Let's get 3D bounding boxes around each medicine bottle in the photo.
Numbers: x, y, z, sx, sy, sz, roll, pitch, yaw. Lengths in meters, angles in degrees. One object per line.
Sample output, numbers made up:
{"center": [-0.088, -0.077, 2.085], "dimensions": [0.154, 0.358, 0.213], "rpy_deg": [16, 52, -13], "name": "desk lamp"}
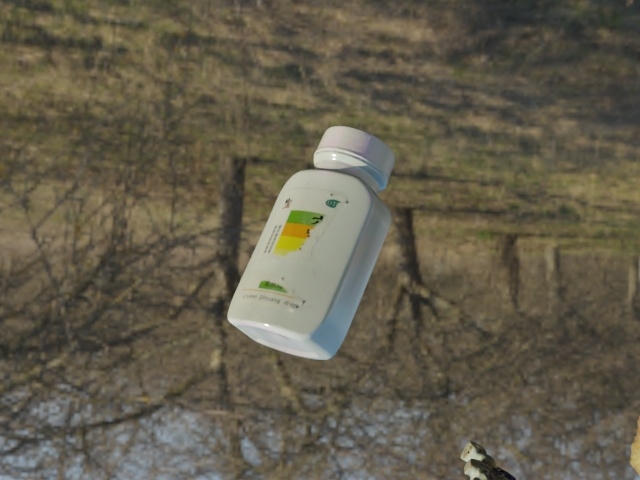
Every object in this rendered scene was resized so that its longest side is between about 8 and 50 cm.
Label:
{"center": [0.000, 0.000, 1.268], "dimensions": [0.161, 0.296, 0.111], "rpy_deg": [11, 157, 37], "name": "medicine bottle"}

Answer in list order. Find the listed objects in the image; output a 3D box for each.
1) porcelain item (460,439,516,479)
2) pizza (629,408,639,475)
{"center": [0.165, 0.227, 0.877], "dimensions": [0.075, 0.021, 0.136], "rpy_deg": [33, -172, 3], "name": "porcelain item"}
{"center": [0.400, 0.202, 0.851], "dimensions": [0.087, 0.258, 0.268], "rpy_deg": [-16, -136, -16], "name": "pizza"}
